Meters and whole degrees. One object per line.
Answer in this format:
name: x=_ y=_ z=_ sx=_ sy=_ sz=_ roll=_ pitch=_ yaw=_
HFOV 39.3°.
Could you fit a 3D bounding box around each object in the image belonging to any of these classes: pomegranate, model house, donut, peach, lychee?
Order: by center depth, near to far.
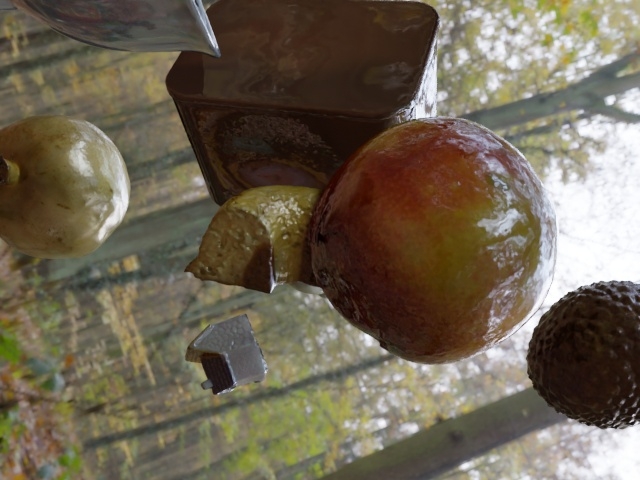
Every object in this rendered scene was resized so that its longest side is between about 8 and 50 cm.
peach: x=0.106 y=-0.001 z=0.835 sx=0.231 sy=0.231 sz=0.230 roll=161 pitch=-90 yaw=-73
donut: x=0.000 y=0.000 z=1.102 sx=0.151 sy=0.295 sz=0.112 roll=-65 pitch=168 yaw=-55
model house: x=-0.144 y=0.177 z=1.328 sx=0.100 sy=0.100 sz=0.087 roll=65 pitch=-21 yaw=14
lychee: x=0.472 y=0.189 z=1.460 sx=0.260 sy=0.261 sz=0.260 roll=161 pitch=-90 yaw=-73
pomegranate: x=-0.543 y=-0.110 z=1.790 sx=0.319 sy=0.319 sz=0.319 roll=161 pitch=-90 yaw=-73

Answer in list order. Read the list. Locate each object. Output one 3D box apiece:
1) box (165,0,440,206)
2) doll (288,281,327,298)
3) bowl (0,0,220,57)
box: x=-0.008 y=-0.181 z=1.273 sx=0.229 sy=0.340 sz=0.239 roll=79 pitch=23 yaw=-46
doll: x=-0.029 y=-0.072 z=1.572 sx=0.370 sy=0.215 sz=0.226 roll=63 pitch=-22 yaw=1
bowl: x=-0.214 y=-0.276 z=0.699 sx=0.345 sy=0.157 sz=0.345 roll=-23 pitch=90 yaw=-89
